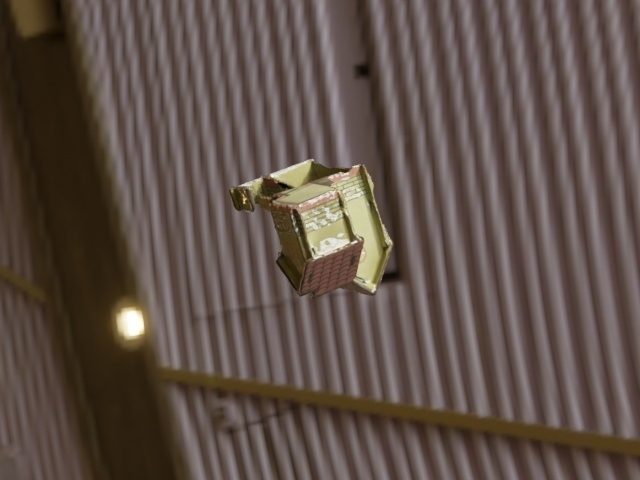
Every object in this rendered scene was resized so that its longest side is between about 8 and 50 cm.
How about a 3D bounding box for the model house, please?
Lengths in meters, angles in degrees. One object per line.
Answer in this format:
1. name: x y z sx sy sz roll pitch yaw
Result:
1. model house: 0.000 0.000 0.768 0.083 0.057 0.058 12 -60 62
